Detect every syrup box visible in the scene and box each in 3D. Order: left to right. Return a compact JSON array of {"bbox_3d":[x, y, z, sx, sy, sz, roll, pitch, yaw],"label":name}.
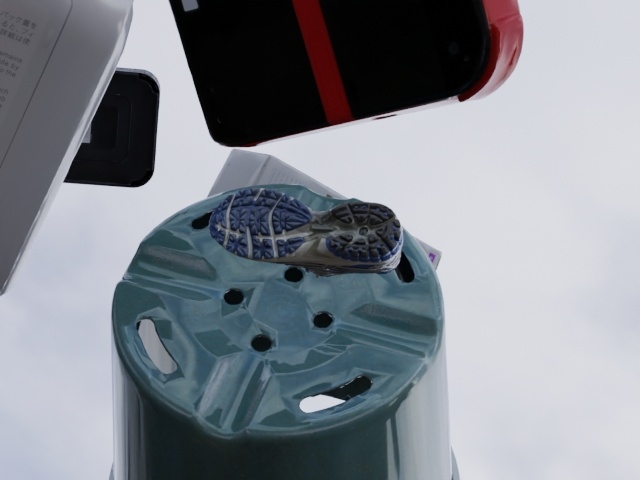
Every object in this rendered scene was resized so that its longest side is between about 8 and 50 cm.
[{"bbox_3d":[0.000,0.000,1.626,0.237,0.096,0.093,30,-7,-28],"label":"syrup box"}]

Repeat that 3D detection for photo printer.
[{"bbox_3d":[-0.294,-0.129,1.179,0.256,0.107,0.307,21,-65,-17],"label":"photo printer"}]

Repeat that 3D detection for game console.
[{"bbox_3d":[-0.011,-0.288,1.401,0.342,0.060,0.386,-8,-77,37],"label":"game console"}]

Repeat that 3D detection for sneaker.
[{"bbox_3d":[-0.009,0.003,1.050,0.135,0.052,0.058,9,-23,17],"label":"sneaker"}]

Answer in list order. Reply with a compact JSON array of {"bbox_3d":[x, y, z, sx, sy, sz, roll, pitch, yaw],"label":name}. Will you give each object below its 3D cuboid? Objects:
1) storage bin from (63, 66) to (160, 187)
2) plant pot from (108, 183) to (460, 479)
[{"bbox_3d":[-0.263,-0.126,1.675,0.180,0.122,0.084,4,8,-5],"label":"storage bin"},{"bbox_3d":[-0.031,0.153,1.300,0.341,0.341,0.334,22,-39,19],"label":"plant pot"}]
